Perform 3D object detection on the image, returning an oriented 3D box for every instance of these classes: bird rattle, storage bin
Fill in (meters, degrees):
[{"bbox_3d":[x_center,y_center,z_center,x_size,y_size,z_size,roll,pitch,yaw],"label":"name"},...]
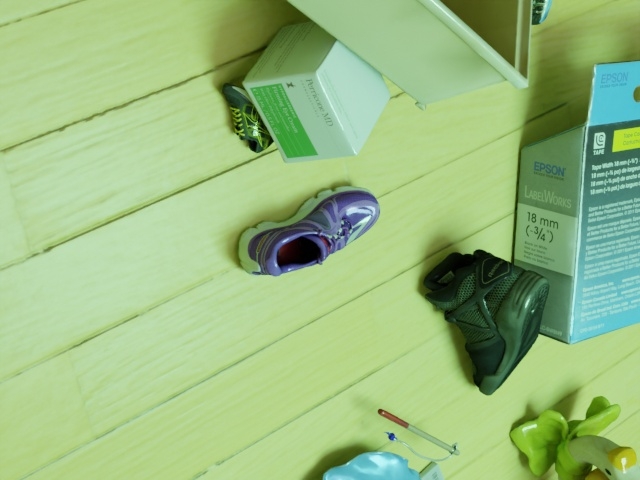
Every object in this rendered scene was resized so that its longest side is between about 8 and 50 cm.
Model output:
[{"bbox_3d":[0.346,0.333,1.458,0.143,0.207,0.254,-10,91,-21],"label":"bird rattle"},{"bbox_3d":[0.077,-0.297,1.056,0.262,0.123,0.260,30,58,-40],"label":"storage bin"}]

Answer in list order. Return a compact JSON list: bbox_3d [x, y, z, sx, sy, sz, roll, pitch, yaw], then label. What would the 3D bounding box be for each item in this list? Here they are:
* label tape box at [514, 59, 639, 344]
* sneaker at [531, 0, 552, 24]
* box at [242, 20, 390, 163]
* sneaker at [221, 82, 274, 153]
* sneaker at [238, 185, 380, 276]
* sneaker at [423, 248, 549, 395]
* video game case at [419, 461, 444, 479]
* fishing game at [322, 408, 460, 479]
[{"bbox_3d":[0.362,-0.063,1.416,0.240,0.106,0.334,-10,109,-36],"label":"label tape box"},{"bbox_3d":[0.257,-0.322,1.286,0.073,0.063,0.162,-2,105,-42],"label":"sneaker"},{"bbox_3d":[-0.001,-0.144,1.095,0.101,0.087,0.102,62,39,-33],"label":"box"},{"bbox_3d":[-0.070,-0.116,1.104,0.035,0.031,0.083,-50,126,-12],"label":"sneaker"},{"bbox_3d":[0.000,0.000,1.169,0.170,0.071,0.068,-28,119,-30],"label":"sneaker"},{"bbox_3d":[0.188,0.089,1.347,0.087,0.130,0.227,-46,154,-25],"label":"sneaker"},{"bbox_3d":[0.111,0.338,1.397,0.122,0.011,0.087,-38,124,-25],"label":"video game case"},{"bbox_3d":[0.048,0.323,1.318,0.189,0.041,0.264,31,90,-32],"label":"fishing game"}]
